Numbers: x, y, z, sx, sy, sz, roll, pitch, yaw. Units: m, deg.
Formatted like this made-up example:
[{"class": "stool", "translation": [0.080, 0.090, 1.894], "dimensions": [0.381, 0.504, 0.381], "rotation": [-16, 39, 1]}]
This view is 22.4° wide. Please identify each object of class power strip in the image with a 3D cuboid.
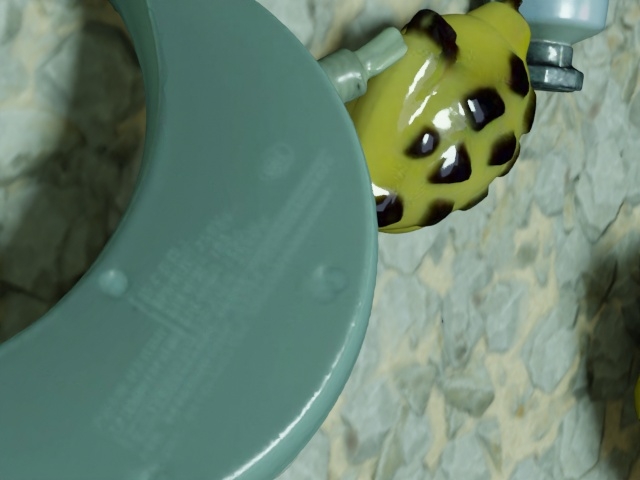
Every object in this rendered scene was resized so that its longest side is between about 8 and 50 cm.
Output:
[{"class": "power strip", "translation": [-0.061, 0.005, 0.562], "dimensions": [0.253, 0.167, 0.054], "rotation": [-54, 175, -21]}]

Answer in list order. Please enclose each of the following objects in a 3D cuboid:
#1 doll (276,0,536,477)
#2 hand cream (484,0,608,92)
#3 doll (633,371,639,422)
[{"class": "doll", "translation": [0.001, 0.000, 0.668], "dimensions": [0.291, 0.086, 0.117], "rotation": [-47, 143, -30]}, {"class": "hand cream", "translation": [0.119, -0.207, 0.772], "dimensions": [0.091, 0.058, 0.271], "rotation": [3, 94, -36]}, {"class": "doll", "translation": [0.318, 0.094, 1.002], "dimensions": [0.348, 0.161, 0.423], "rotation": [-53, 136, -42]}]
